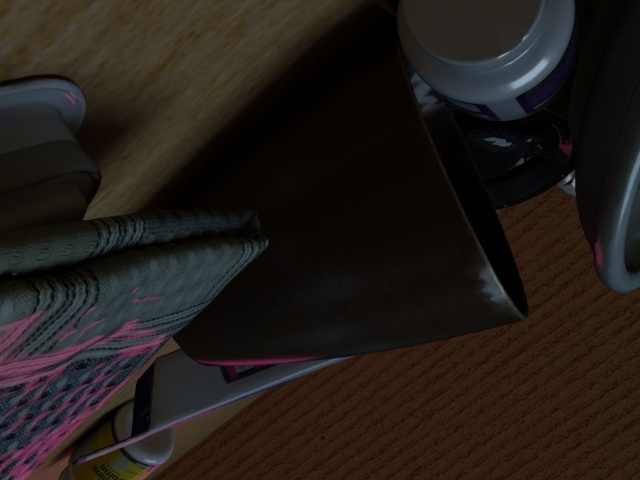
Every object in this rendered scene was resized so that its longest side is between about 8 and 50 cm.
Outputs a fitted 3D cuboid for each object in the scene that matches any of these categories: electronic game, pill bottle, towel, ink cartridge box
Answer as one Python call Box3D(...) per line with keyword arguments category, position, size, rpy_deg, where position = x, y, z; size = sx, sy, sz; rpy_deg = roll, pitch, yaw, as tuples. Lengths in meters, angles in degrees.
Box3D(category="electronic game", position=(0.143, -0.089, 0.917), size=(0.229, 0.048, 0.229), rpy_deg=(-5, 152, -2))
Box3D(category="pill bottle", position=(-0.308, 0.326, 1.478), size=(0.184, 0.103, 0.103), rpy_deg=(-42, 170, 28))
Box3D(category="towel", position=(-0.188, 0.102, 0.456), size=(0.312, 0.056, 0.324), rpy_deg=(-41, 170, 20))
Box3D(category="pill bottle", position=(0.109, -0.138, 0.636), size=(0.108, 0.108, 0.193), rpy_deg=(-39, 172, 13))
Box3D(category="ink cartridge box", position=(-0.057, 0.112, 0.923), size=(0.370, 0.069, 0.176), rpy_deg=(-21, 173, -19))

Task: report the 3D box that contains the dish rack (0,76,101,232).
Box3D(category="dish rack", position=(-0.251, 0.070, 0.459), size=(0.285, 0.072, 0.333), rpy_deg=(-26, 165, -49))

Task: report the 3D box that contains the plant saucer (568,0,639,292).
Box3D(category="plant saucer", position=(0.296, -0.154, 0.806), size=(0.400, 0.100, 0.401), rpy_deg=(-42, 148, -34))

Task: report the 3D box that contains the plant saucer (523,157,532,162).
Box3D(category="plant saucer", position=(0.348, -0.169, 1.400), size=(0.168, 0.029, 0.168), rpy_deg=(-36, 171, -7))

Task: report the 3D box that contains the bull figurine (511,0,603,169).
Box3D(category="bull figurine", position=(0.241, -0.146, 0.995), size=(0.188, 0.101, 0.310), rpy_deg=(-18, 158, 25))

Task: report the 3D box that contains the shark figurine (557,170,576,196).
Box3D(category="shark figurine", position=(0.331, -0.200, 1.244), size=(0.278, 0.166, 0.116), rpy_deg=(-59, -179, 44))

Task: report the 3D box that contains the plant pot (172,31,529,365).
Box3D(category="plant pot", position=(0.000, 0.000, 0.715), size=(0.230, 0.215, 0.215), rpy_deg=(-25, 175, 15))
